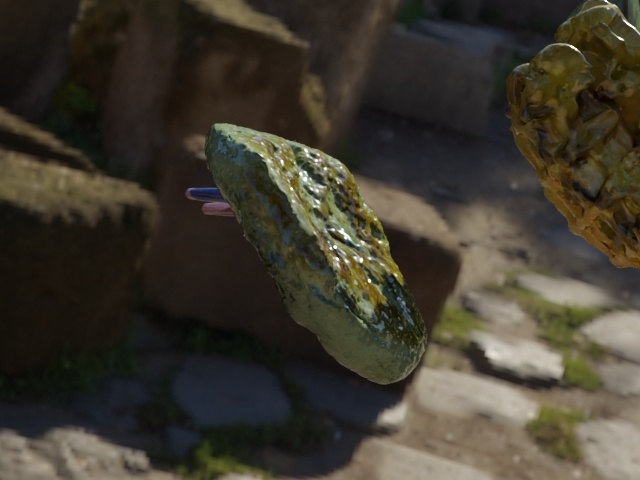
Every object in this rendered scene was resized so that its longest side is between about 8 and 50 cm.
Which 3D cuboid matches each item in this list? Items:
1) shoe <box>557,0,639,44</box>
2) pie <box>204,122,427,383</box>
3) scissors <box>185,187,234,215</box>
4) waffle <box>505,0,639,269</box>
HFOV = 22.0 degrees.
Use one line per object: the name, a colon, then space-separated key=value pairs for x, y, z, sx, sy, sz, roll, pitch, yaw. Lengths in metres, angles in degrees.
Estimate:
shoe: x=0.289 y=-0.175 z=1.759 sx=0.100 sy=0.251 sz=0.103 roll=2 pitch=4 yaw=24
pie: x=0.000 y=0.000 z=1.172 sx=0.240 sy=0.054 sz=0.240 roll=49 pitch=14 yaw=-17
scissors: x=-0.064 y=-0.032 z=1.430 sx=0.113 sy=0.012 sz=0.039 roll=3 pitch=-27 yaw=33
waffle: x=0.298 y=-0.047 z=1.325 sx=0.324 sy=0.151 sz=0.261 roll=41 pitch=-11 yaw=46
